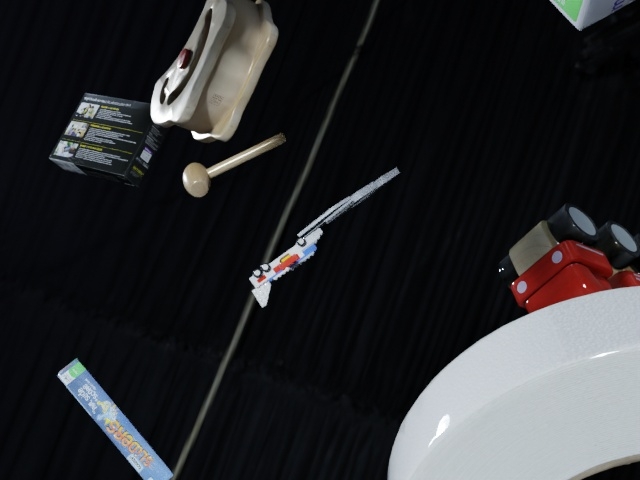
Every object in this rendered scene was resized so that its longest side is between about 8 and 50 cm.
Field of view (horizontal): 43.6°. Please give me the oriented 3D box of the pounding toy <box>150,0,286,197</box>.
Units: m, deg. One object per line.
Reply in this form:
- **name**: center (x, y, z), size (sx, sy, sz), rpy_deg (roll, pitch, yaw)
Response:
- **pounding toy**: center (-0.129, -0.200, 1.095), size (0.155, 0.269, 0.154), rpy_deg (19, 15, -31)

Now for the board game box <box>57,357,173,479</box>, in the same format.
- **board game box**: center (-0.287, 0.251, 1.112), size (0.201, 0.035, 0.136), rpy_deg (52, -18, -5)

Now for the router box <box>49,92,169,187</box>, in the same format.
- **router box**: center (-0.344, -0.167, 1.314), size (0.179, 0.133, 0.046), rpy_deg (15, -18, 31)

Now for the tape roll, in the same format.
- **tape roll**: center (0.245, 0.212, 0.607), size (0.392, 0.392, 0.072), rpy_deg (21, 28, -7)

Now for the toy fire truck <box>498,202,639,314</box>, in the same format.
- **toy fire truck**: center (0.335, 0.113, 0.947), size (0.217, 0.246, 0.158), rpy_deg (17, -49, -32)

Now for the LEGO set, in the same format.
- **LEGO set**: center (0.000, 0.000, 1.148), size (0.244, 0.182, 0.060), rpy_deg (-37, -92, 40)

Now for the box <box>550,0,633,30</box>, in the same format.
- **box**: center (0.261, -0.311, 0.551), size (0.127, 0.231, 0.262), rpy_deg (60, -2, 18)
